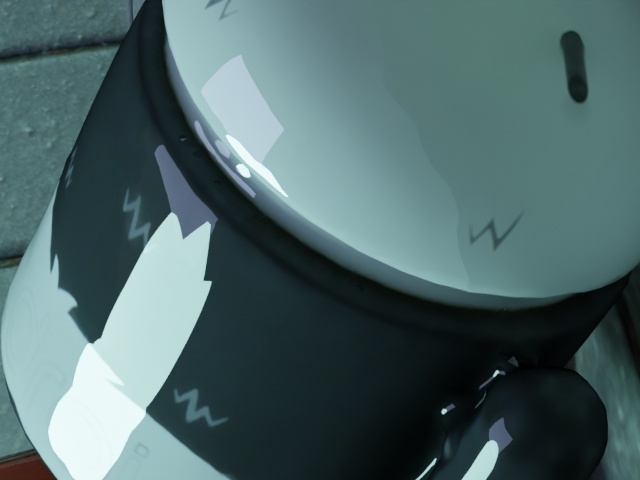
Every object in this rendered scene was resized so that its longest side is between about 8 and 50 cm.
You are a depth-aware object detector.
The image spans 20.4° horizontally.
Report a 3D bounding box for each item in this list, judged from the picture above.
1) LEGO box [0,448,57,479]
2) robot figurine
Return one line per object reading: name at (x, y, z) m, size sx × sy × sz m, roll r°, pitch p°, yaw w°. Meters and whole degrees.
LEGO box at (0.005, 0.347, 0.811) m, size 0.500 × 0.193 × 0.372 m, roll 83°, pitch 171°, yaw -56°
robot figurine at (0.003, 0.001, 0.574) m, size 0.173 × 0.209 × 0.278 m, roll -50°, pitch -6°, yaw -50°
